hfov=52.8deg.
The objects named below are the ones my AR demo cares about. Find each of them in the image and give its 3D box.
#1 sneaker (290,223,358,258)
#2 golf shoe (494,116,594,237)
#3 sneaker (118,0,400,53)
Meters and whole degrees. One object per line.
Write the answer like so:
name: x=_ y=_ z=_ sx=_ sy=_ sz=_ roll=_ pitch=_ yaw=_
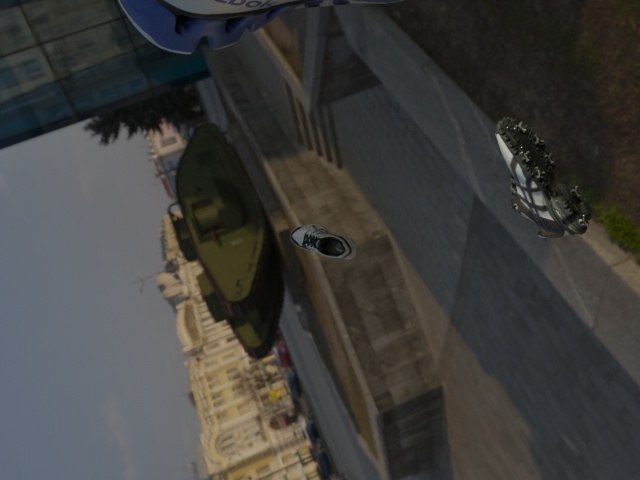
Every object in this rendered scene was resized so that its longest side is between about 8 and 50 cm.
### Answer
sneaker: x=0.000 y=0.000 z=0.725 sx=0.037 sy=0.083 sz=0.032 roll=-1 pitch=-78 yaw=-66
golf shoe: x=0.295 y=-0.080 z=0.919 sx=0.198 sy=0.077 sz=0.094 roll=53 pitch=142 yaw=-6
sneaker: x=0.008 y=-0.236 z=0.435 sx=0.128 sy=0.315 sz=0.182 roll=65 pitch=170 yaw=-2
